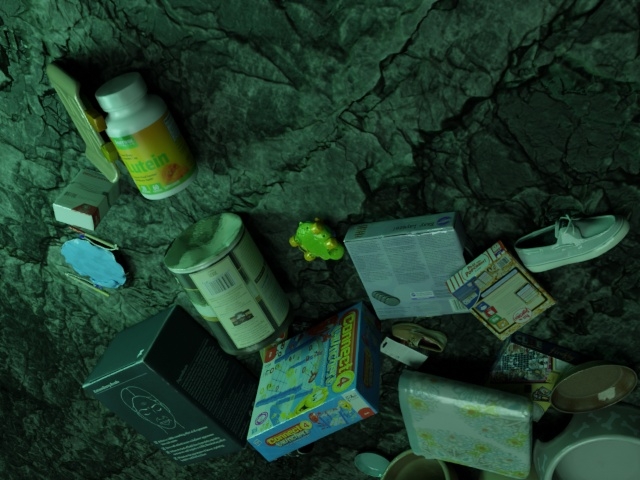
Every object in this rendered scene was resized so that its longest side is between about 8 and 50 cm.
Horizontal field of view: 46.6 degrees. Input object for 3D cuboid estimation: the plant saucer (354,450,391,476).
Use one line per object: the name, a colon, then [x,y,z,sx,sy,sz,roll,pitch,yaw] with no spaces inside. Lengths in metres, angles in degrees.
plant saucer: [0.162,0.662,2.215,0.120,0.021,0.119,12,133,13]

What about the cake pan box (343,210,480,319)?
cake pan box: [0.214,0.060,1.630,0.267,0.070,0.245,-8,128,27]

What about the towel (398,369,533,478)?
towel: [0.372,0.466,1.878,0.321,0.090,0.374,6,142,21]

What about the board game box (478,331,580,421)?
board game box: [0.489,0.328,1.776,0.165,0.042,0.243,20,134,4]

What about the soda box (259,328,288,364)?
soda box: [-0.121,0.245,1.917,0.061,0.058,0.181,-7,135,-14]

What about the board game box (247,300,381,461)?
board game box: [-0.008,0.324,1.739,0.302,0.308,0.086,-31,115,22]

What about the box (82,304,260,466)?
box: [-0.400,0.417,2.087,0.294,0.212,0.395,-25,118,37]

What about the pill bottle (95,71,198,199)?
pill bottle: [-0.367,-0.220,1.559,0.137,0.136,0.245,-6,127,26]

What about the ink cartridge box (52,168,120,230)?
ink cartridge box: [-0.545,-0.096,1.741,0.099,0.135,0.056,17,137,8]

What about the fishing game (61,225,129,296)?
fishing game: [-0.593,0.055,1.963,0.189,0.041,0.264,24,142,0]

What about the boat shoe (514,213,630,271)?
boat shoe: [0.484,-0.005,1.456,0.228,0.079,0.081,-26,121,40]

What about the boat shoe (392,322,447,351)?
boat shoe: [0.236,0.234,1.789,0.136,0.045,0.050,10,132,13]

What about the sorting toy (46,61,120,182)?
sorting toy: [-0.473,-0.236,1.547,0.307,0.041,0.229,36,149,48]

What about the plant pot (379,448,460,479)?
plant pot: [0.324,0.745,2.100,0.263,0.262,0.229,-26,136,36]

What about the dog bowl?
dog bowl: [0.697,0.558,1.799,0.349,0.102,0.348,4,118,8]

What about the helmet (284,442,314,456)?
helmet: [-0.089,0.527,2.099,0.170,0.169,0.161,20,118,3]

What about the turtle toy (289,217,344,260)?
turtle toy: [0.000,0.000,1.660,0.095,0.066,0.130,-29,115,37]

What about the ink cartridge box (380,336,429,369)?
ink cartridge box: [0.206,0.271,1.846,0.115,0.029,0.062,27,134,-1]

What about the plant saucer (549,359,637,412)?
plant saucer: [0.616,0.327,1.695,0.199,0.036,0.198,-5,137,-4]

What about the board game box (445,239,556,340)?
board game box: [0.381,0.110,1.567,0.147,0.045,0.193,-39,119,16]

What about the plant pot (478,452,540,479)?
plant pot: [0.560,0.737,2.009,0.284,0.190,0.284,11,133,12]

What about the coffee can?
coffee can: [-0.209,0.102,1.740,0.202,0.201,0.275,-9,125,28]

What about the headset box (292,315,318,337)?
headset box: [-0.036,0.237,1.908,0.062,0.032,0.083,7,133,16]
